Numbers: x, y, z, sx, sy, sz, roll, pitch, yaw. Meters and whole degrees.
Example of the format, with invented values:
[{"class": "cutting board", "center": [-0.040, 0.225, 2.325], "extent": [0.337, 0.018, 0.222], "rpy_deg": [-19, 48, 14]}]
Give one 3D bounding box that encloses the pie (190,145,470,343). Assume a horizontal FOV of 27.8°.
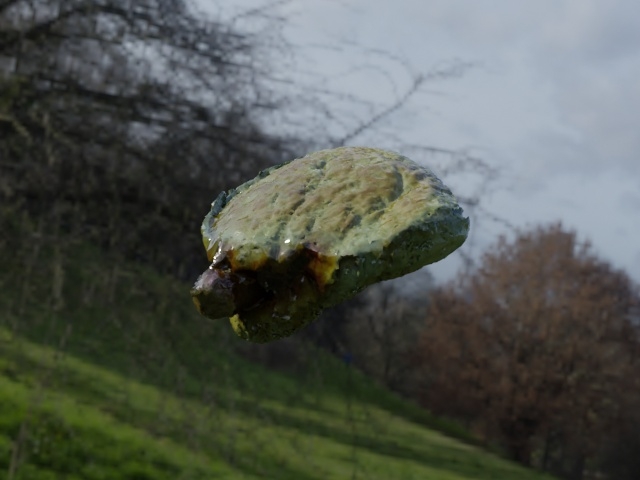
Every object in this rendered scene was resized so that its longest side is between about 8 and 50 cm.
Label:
[{"class": "pie", "center": [0.022, -0.013, 1.990], "extent": [0.418, 0.180, 0.395], "rpy_deg": [-17, 27, 9]}]
